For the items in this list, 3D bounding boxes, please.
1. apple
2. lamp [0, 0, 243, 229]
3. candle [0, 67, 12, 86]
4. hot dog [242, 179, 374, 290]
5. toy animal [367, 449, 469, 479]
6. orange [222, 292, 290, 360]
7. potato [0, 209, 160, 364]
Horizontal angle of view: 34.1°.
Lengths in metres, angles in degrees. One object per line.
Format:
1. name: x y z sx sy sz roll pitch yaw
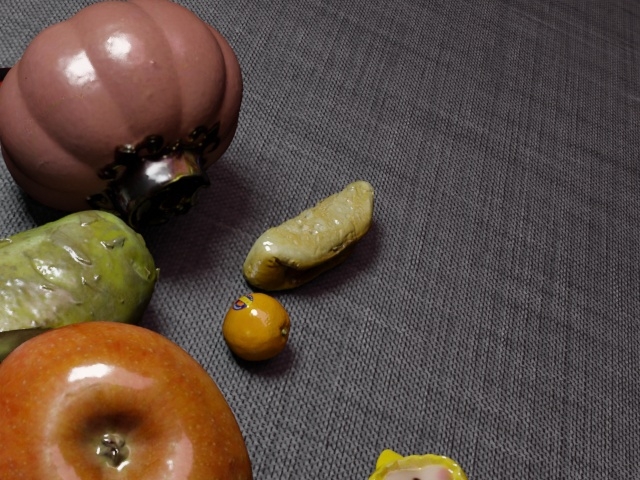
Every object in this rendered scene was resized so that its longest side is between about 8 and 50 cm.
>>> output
1. apple: -0.193 0.204 0.964 0.252 0.206 0.271 -14 76 -29
2. lamp: -0.226 -0.137 1.236 0.305 0.305 0.239 -17 69 -38
3. candle: -0.483 -0.163 1.302 0.084 0.059 0.302 38 40 28
4. hot dog: 0.000 0.000 1.373 0.073 0.084 0.242 46 45 14
5. toy animal: 0.150 0.313 1.113 0.230 0.156 0.156 19 42 4
6. orange: -0.075 0.103 1.233 0.084 0.083 0.083 14 44 -14
7. potato: -0.302 0.073 1.110 0.176 0.141 0.298 35 49 26
